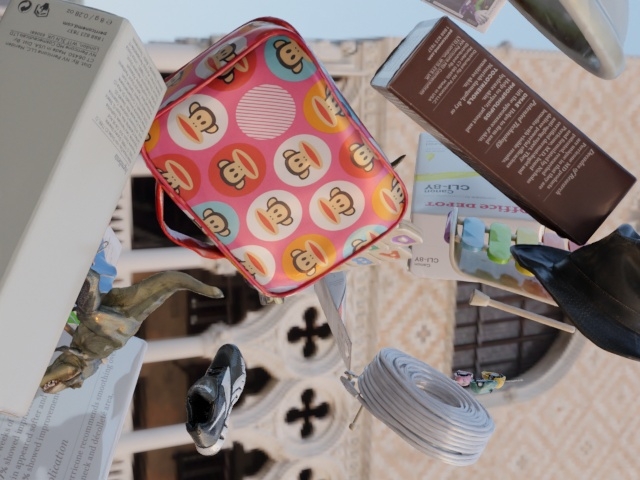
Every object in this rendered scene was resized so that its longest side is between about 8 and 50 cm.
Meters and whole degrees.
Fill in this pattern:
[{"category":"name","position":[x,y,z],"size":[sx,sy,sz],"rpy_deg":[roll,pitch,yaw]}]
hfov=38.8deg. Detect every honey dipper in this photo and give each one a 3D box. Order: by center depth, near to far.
[{"category":"honey dipper","position":[0.108,0.371,2.125],"size":[0.160,0.030,0.030],"rpy_deg":[-59,-160,-21]}]

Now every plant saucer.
[{"category":"plant saucer","position":[0.168,-0.325,0.840],"size":[0.100,0.400,0.400],"rpy_deg":[-42,-132,13]}]

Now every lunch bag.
[{"category":"lunch bag","position":[-0.068,-0.078,1.044],"size":[0.293,0.258,0.120],"rpy_deg":[53,4,-28]}]

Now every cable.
[{"category":"cable","position":[0.190,0.293,1.626],"size":[0.257,0.257,0.089],"rpy_deg":[41,-74,39]}]

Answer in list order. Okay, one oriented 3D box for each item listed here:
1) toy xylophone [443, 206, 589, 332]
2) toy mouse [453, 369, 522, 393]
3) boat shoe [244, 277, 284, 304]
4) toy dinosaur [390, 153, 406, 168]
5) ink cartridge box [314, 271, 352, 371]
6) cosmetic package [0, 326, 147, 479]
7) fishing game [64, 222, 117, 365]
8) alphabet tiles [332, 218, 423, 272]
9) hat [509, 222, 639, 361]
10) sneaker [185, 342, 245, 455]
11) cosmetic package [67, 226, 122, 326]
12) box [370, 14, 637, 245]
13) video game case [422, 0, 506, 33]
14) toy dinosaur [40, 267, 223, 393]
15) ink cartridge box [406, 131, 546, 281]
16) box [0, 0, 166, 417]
[{"category":"toy xylophone","position":[0.368,0.051,1.610],"size":[0.236,0.323,0.081],"rpy_deg":[-83,-173,-61]},{"category":"toy mouse","position":[0.349,0.323,2.058],"size":[0.161,0.143,0.031],"rpy_deg":[8,-82,49]},{"category":"boat shoe","position":[-0.106,0.061,1.554],"size":[0.056,0.049,0.152],"rpy_deg":[-104,171,-52]},{"category":"toy dinosaur","position":[0.001,-0.106,1.511],"size":[0.160,0.313,0.121],"rpy_deg":[63,-6,3]},{"category":"ink cartridge box","position":[0.044,0.149,1.926],"size":[0.181,0.056,0.224],"rpy_deg":[88,-21,-60]},{"category":"cosmetic package","position":[-0.537,0.302,1.463],"size":[0.327,0.394,0.329],"rpy_deg":[127,-20,-50]},{"category":"fishing game","position":[-0.272,-0.002,0.989],"size":[0.189,0.041,0.264],"rpy_deg":[55,12,-33]},{"category":"alphabet tiles","position":[0.000,0.000,1.353],"size":[0.284,0.278,0.021],"rpy_deg":[-12,-114,32]},{"category":"hat","position":[0.448,0.055,1.319],"size":[0.134,0.331,0.331],"rpy_deg":[-57,-138,22]},{"category":"sneaker","position":[-0.211,0.298,1.800],"size":[0.106,0.078,0.234],"rpy_deg":[59,38,-49]},{"category":"cosmetic package","position":[-0.431,-0.027,1.250],"size":[0.365,0.197,0.155],"rpy_deg":[74,25,-61]},{"category":"box","position":[0.270,-0.168,1.379],"size":[0.143,0.381,0.191],"rpy_deg":[-50,-169,5]},{"category":"video game case","position":[0.336,-0.577,2.039],"size":[0.173,0.190,0.022],"rpy_deg":[-56,-163,33]},{"category":"toy dinosaur","position":[-0.208,0.060,0.840],"size":[0.268,0.118,0.064],"rpy_deg":[-33,-154,40]},{"category":"ink cartridge box","position":[0.341,-0.083,1.991],"size":[0.384,0.279,0.160],"rpy_deg":[-76,167,-56]},{"category":"box","position":[-0.210,-0.025,0.636],"size":[0.113,0.094,0.275],"rpy_deg":[73,36,-70]}]
